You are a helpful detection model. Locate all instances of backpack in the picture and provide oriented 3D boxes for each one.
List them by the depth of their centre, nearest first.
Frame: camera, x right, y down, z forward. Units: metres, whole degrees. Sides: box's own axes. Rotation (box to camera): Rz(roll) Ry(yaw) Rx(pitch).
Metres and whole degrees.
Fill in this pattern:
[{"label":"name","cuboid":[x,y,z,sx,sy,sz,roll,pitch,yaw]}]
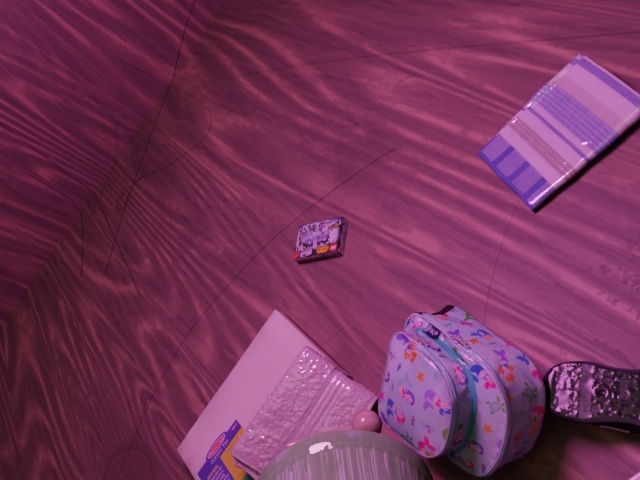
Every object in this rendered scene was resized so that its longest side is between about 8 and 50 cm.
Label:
[{"label":"backpack","cuboid":[0.225,0.248,1.042,0.254,0.191,0.225,32,122,43]}]

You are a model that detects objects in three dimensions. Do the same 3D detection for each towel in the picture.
[{"label":"towel","cuboid":[0.463,-0.212,1.242,0.285,0.034,0.209,-45,45,15]},{"label":"towel","cuboid":[-0.037,0.370,1.265,0.187,0.049,0.282,34,90,15]}]

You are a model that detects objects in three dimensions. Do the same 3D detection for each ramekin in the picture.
[{"label":"ramekin","cuboid":[0.043,0.458,0.983,0.303,0.303,0.148,-44,19,14]}]

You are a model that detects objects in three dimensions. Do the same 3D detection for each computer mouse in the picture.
[{"label":"computer mouse","cuboid":[0.458,0.269,0.928,0.262,0.060,0.184,-7,60,30]}]

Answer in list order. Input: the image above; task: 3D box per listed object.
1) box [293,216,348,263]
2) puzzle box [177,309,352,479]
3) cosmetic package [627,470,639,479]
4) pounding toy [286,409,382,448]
[{"label":"box","cuboid":[0.000,0.000,1.544,0.137,0.027,0.093,-13,58,37]},{"label":"puzzle box","cuboid":[-0.134,0.385,1.408,0.408,0.052,0.272,-55,42,1]},{"label":"cosmetic package","cuboid":[0.533,0.281,0.758,0.309,0.113,0.160,-38,50,6]},{"label":"pounding toy","cuboid":[0.061,0.418,1.142,0.183,0.236,0.110,-20,6,5]}]
